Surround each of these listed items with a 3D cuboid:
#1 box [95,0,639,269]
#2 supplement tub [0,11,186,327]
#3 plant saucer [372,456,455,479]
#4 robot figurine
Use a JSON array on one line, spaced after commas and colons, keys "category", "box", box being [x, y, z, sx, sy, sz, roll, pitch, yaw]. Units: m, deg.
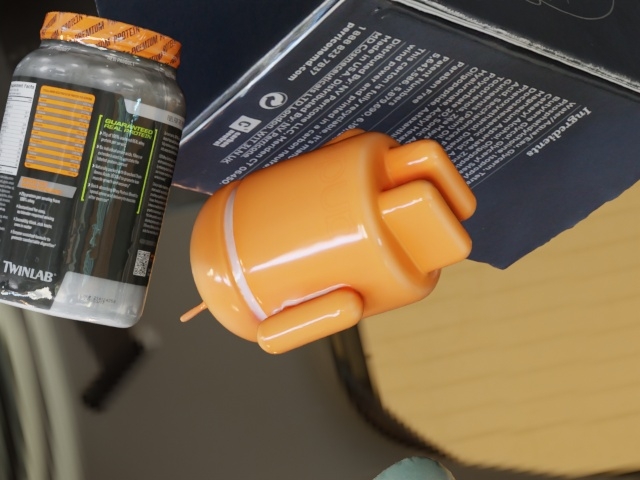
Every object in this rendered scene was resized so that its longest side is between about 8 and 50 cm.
[{"category": "box", "box": [0.048, -0.276, 1.667, 0.472, 0.480, 0.297, 13, 141, -41]}, {"category": "supplement tub", "box": [-0.154, -0.046, 1.188, 0.117, 0.190, 0.117, 13, 178, 0]}, {"category": "plant saucer", "box": [0.054, 0.231, 1.123, 0.037, 0.195, 0.195, 14, -162, 33]}, {"category": "robot figurine", "box": [0.001, -0.001, 1.303, 0.219, 0.158, 0.128, -19, 167, 26]}]
